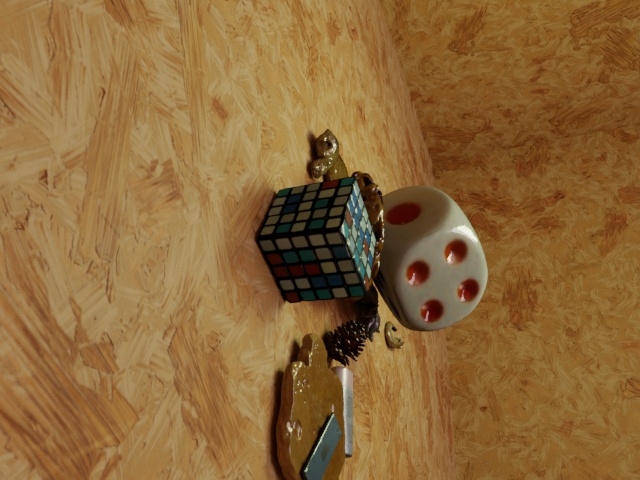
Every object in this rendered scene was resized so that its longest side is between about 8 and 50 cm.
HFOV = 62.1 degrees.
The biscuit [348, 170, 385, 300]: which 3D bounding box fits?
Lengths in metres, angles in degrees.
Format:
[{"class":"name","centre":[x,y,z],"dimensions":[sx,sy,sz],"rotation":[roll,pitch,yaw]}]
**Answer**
[{"class":"biscuit","centre":[0.081,-0.017,1.337],"dimensions":[0.289,0.081,0.334],"rotation":[111,-20,-51]}]

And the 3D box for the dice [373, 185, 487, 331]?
[{"class":"dice","centre":[0.272,0.045,1.481],"dimensions":[0.304,0.276,0.304],"rotation":[66,-7,-29]}]

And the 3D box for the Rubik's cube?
[{"class":"Rubik's cube","centre":[0.000,0.000,1.098],"dimensions":[0.184,0.187,0.182],"rotation":[-71,148,-48]}]

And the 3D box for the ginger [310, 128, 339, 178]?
[{"class":"ginger","centre":[0.012,-0.234,1.402],"dimensions":[0.165,0.067,0.096],"rotation":[-71,168,-53]}]

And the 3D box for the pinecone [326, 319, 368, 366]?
[{"class":"pinecone","centre":[0.062,0.245,1.296],"dimensions":[0.109,0.102,0.102],"rotation":[-60,148,-14]}]

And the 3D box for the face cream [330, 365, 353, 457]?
[{"class":"face cream","centre":[0.047,0.402,1.250],"dimensions":[0.084,0.057,0.198],"rotation":[56,30,-52]}]

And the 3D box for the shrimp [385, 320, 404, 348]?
[{"class":"shrimp","centre":[0.263,0.345,1.922],"dimensions":[0.162,0.045,0.095],"rotation":[35,29,-58]}]

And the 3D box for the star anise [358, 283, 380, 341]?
[{"class":"star anise","centre":[0.143,0.209,1.590],"dimensions":[0.195,0.065,0.183],"rotation":[6,78,-82]}]

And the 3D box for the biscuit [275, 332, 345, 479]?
[{"class":"biscuit","centre":[-0.020,0.377,1.078],"dimensions":[0.269,0.051,0.376],"rotation":[38,47,-60]}]

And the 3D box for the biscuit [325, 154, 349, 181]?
[{"class":"biscuit","centre":[0.051,-0.162,1.542],"dimensions":[0.188,0.027,0.188],"rotation":[-7,90,-70]}]

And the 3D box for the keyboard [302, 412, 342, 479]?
[{"class":"keyboard","centre":[0.005,0.413,1.041],"dimensions":[0.176,0.014,0.055],"rotation":[-46,122,-63]}]
